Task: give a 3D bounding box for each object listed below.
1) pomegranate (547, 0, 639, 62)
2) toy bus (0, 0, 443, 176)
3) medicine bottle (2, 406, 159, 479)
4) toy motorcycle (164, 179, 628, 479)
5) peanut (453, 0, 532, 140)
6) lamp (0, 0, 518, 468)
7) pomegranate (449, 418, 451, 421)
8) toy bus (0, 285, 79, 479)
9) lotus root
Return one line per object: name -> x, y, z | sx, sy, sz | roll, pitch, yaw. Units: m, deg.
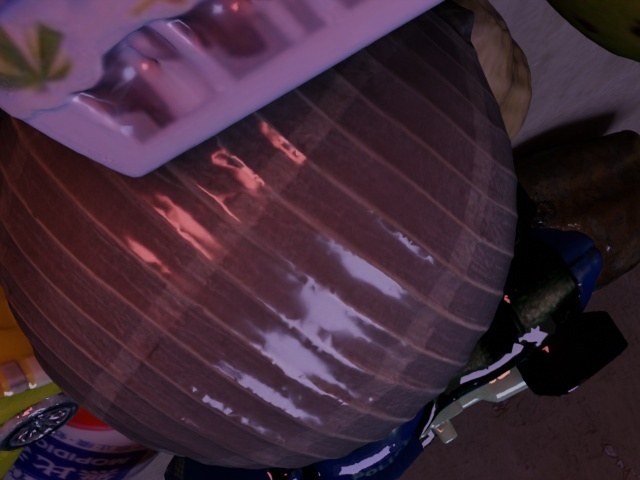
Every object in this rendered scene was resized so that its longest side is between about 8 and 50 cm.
pomegranate -> 0.136, -0.167, 0.431 | 0.271, 0.254, 0.254 | -29, 170, 30
toy bus -> 0.024, -0.136, 0.290 | 0.330, 0.136, 0.109 | -26, -153, 35
medicine bottle -> -0.150, 0.091, 0.796 | 0.130, 0.130, 0.341 | -24, 167, -33
toy motorcycle -> 0.022, 0.096, 0.724 | 0.331, 0.125, 0.196 | -34, -179, -13
peanut -> 0.081, -0.098, 0.777 | 0.214, 0.090, 0.098 | 15, 85, -71
lamp -> -0.020, -0.020, 0.555 | 0.233, 0.233, 0.265 | -38, 147, 13
pomegranate -> 0.001, 0.050, 0.936 | 0.214, 0.214, 0.247 | -28, 128, -22
toy bus -> -0.238, 0.096, 0.647 | 0.150, 0.128, 0.262 | -18, 157, -43
lotus root -> 0.261, -0.022, 1.287 | 0.275, 0.152, 0.160 | -17, 166, -44
